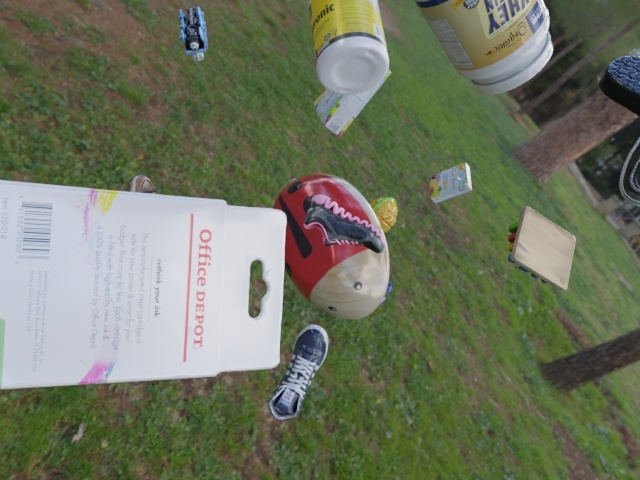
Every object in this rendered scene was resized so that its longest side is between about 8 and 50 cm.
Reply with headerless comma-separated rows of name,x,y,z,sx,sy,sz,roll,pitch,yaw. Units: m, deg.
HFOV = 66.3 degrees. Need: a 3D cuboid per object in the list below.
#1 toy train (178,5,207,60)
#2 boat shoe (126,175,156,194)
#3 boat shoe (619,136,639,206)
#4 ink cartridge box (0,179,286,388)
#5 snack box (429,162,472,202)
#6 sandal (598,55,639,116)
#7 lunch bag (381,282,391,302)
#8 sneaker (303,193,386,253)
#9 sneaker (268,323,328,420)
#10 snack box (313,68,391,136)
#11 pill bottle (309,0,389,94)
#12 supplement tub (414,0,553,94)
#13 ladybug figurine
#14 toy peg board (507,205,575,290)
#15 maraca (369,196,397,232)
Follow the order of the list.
toy train,-0.387,-0.636,1.511,0.105,0.080,0.184,84,-6,-60
boat shoe,-0.475,-0.036,1.235,0.095,0.095,0.258,-25,120,-71
boat shoe,0.643,-0.203,0.841,0.119,0.335,0.121,-6,43,-49
ink cartridge box,-0.226,0.049,0.567,0.352,0.119,0.208,4,88,-24
snack box,0.450,-0.199,1.702,0.037,0.141,0.100,31,52,-41
sandal,0.746,-0.205,0.954,0.167,0.107,0.446,-28,59,-20
lunch bag,0.111,0.125,1.739,0.293,0.221,0.138,41,66,-1
sneaker,0.029,-0.010,0.655,0.119,0.047,0.057,31,73,4
sneaker,-0.063,0.382,1.385,0.099,0.283,0.153,25,22,4
snack box,0.077,-0.397,1.281,0.070,0.207,0.175,29,25,-25
pill bottle,0.023,-0.198,0.447,0.065,0.065,0.117,18,57,-42
supplement tub,0.368,-0.513,1.101,0.316,0.228,0.229,43,27,-32
ladybug figurine,0.000,0.000,1.274,0.161,0.305,0.450,9,40,-46
toy peg board,0.538,0.029,1.229,0.161,0.079,0.161,30,62,-8
maraca,0.181,-0.061,1.564,0.127,0.186,0.099,-7,46,-38
